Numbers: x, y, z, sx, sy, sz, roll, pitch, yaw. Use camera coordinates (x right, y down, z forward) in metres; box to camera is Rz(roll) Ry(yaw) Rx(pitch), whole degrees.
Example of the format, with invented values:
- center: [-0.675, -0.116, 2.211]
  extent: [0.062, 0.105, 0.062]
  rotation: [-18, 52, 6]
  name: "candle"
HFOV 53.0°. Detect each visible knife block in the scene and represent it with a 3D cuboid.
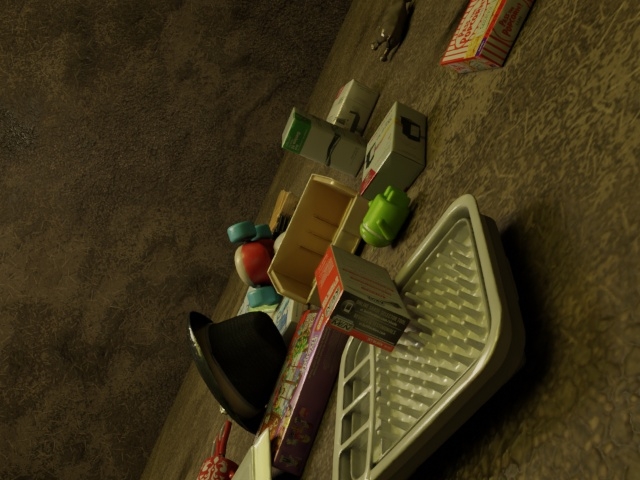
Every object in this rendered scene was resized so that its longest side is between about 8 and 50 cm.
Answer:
- center: [-0.122, -0.037, 2.096]
  extent: [0.242, 0.088, 0.276]
  rotation: [-65, 13, 2]
  name: "knife block"

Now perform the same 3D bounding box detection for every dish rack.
- center: [0.124, 0.135, 0.762]
  extent: [0.332, 0.072, 0.285]
  rotation: [-58, 14, 33]
  name: "dish rack"

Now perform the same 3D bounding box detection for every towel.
- center: [-0.154, 0.206, 1.802]
  extent: [0.113, 0.023, 0.152]
  rotation: [-8, 49, 28]
  name: "towel"

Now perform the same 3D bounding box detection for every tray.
- center: [-0.132, 0.456, 1.170]
  extent: [0.270, 0.030, 0.145]
  rotation: [116, 154, -50]
  name: "tray"

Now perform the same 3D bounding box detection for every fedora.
- center: [-0.148, 0.254, 1.385]
  extent: [0.153, 0.334, 0.334]
  rotation: [-31, 16, 1]
  name: "fedora"

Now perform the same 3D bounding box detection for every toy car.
- center: [-0.086, 0.038, 1.690]
  extent: [0.210, 0.238, 0.219]
  rotation: [9, -118, -72]
  name: "toy car"

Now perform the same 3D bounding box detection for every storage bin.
- center: [0.000, 0.000, 1.425]
  extent: [0.262, 0.123, 0.260]
  rotation: [-65, 12, 3]
  name: "storage bin"

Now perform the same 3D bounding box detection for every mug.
- center: [-0.218, 0.567, 1.388]
  extent: [0.169, 0.150, 0.113]
  rotation: [-75, -22, -53]
  name: "mug"

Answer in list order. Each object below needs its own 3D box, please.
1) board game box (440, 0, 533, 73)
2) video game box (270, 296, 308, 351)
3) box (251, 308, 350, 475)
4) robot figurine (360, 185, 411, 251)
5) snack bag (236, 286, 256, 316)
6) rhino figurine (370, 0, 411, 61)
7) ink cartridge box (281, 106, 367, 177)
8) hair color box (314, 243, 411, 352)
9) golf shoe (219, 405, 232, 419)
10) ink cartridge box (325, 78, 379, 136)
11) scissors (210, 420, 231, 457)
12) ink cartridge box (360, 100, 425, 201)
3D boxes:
- center: [0.284, -0.363, 1.092]
  extent: [0.146, 0.045, 0.193]
  rotation: [-64, 12, 6]
  name: "board game box"
- center: [-0.090, 0.212, 1.588]
  extent: [0.205, 0.048, 0.187]
  rotation: [-59, 12, 30]
  name: "video game box"
- center: [-0.036, 0.272, 1.211]
  extent: [0.293, 0.057, 0.201]
  rotation: [-69, 13, -14]
  name: "box"
- center: [0.114, -0.037, 1.140]
  extent: [0.115, 0.067, 0.101]
  rotation: [-62, 19, 19]
  name: "robot figurine"
- center: [-0.235, 0.302, 1.963]
  extent: [0.342, 0.037, 0.323]
  rotation: [119, 161, -46]
  name: "snack bag"
- center: [0.213, -0.639, 1.860]
  extent: [0.106, 0.073, 0.243]
  rotation: [127, 164, -59]
  name: "rhino figurine"
- center: [0.011, -0.256, 1.672]
  extent: [0.153, 0.209, 0.086]
  rotation: [-96, 29, -68]
  name: "ink cartridge box"
- center: [0.049, 0.069, 0.825]
  extent: [0.053, 0.093, 0.167]
  rotation: [-63, 12, 13]
  name: "hair color box"
- center: [-0.249, 0.427, 1.805]
  extent: [0.086, 0.069, 0.176]
  rotation: [-52, 30, 0]
  name: "golf shoe"
- center: [0.068, -0.333, 1.844]
  extent: [0.217, 0.092, 0.158]
  rotation: [-65, 12, -2]
  name: "ink cartridge box"
- center: [-0.269, 0.589, 1.704]
  extent: [0.109, 0.021, 0.297]
  rotation: [-60, 14, 13]
  name: "scissors"
- center: [0.143, -0.167, 1.255]
  extent: [0.127, 0.072, 0.175]
  rotation: [-56, 16, 41]
  name: "ink cartridge box"
